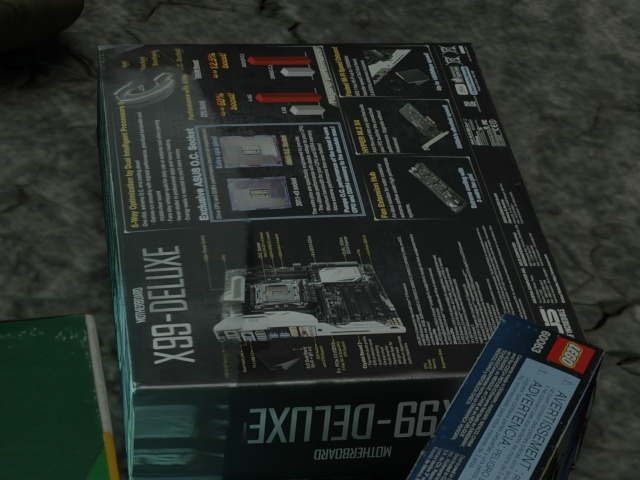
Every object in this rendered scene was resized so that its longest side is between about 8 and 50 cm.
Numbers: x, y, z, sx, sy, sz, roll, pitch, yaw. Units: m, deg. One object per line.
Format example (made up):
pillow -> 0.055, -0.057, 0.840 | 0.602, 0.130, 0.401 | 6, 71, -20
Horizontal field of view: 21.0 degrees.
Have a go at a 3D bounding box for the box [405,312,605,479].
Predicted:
box -> 0.045, 0.165, 0.678 | 0.044, 0.233, 0.159 | 20, 42, 15

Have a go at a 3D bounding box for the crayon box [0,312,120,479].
crayon box -> -0.104, 0.209, 0.626 | 0.083, 0.203, 0.323 | -5, 41, -13

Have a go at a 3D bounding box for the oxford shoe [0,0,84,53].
oxford shoe -> -0.283, -0.095, 1.057 | 0.348, 0.123, 0.130 | -22, 75, -32

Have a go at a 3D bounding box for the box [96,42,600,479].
box -> 0.000, 0.000, 0.988 | 0.243, 0.076, 0.307 | -2, 41, -11
